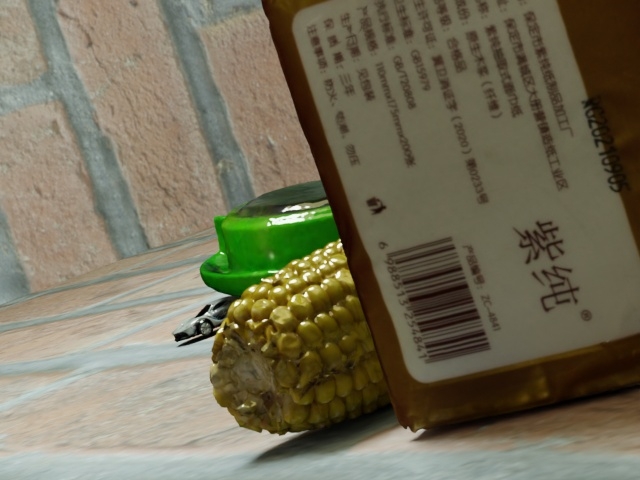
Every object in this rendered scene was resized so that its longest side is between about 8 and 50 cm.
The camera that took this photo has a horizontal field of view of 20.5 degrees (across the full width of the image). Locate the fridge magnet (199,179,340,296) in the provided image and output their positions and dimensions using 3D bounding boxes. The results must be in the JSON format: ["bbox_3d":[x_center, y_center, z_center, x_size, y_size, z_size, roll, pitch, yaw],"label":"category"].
[{"bbox_3d":[0.000,0.000,1.471,0.208,0.088,0.208,-11,11,2],"label":"fridge magnet"}]

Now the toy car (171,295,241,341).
[{"bbox_3d":[-0.085,0.062,1.502,0.093,0.025,0.041,-21,4,-28],"label":"toy car"}]

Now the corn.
[{"bbox_3d":[0.074,0.016,0.924,0.293,0.106,0.106,-21,5,-26],"label":"corn"}]

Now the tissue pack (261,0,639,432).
[{"bbox_3d":[0.087,-0.044,0.773,0.183,0.226,0.092,-16,3,27],"label":"tissue pack"}]
